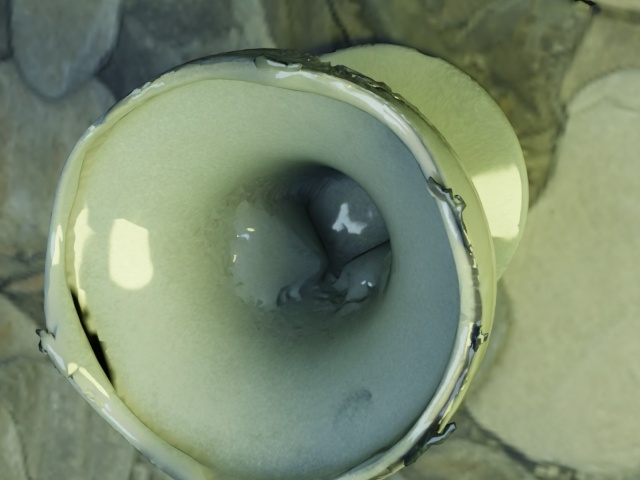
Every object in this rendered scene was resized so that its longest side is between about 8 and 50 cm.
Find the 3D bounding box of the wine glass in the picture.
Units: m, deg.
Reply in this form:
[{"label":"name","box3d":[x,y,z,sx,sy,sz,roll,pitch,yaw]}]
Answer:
[{"label":"wine glass","box3d":[0.000,0.000,0.723,0.165,0.196,0.165,3,101,14]}]
